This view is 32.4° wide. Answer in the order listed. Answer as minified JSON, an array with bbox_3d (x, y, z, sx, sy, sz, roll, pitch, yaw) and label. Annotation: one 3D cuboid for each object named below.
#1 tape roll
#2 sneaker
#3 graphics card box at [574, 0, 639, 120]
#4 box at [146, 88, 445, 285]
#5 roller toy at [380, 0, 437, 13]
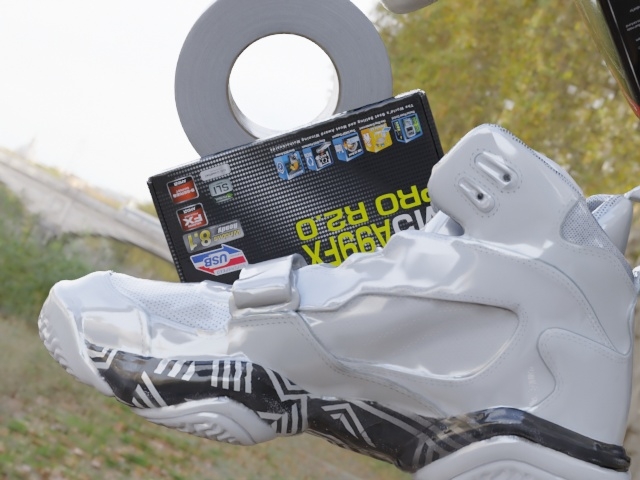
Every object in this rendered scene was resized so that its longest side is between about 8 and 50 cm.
[{"bbox_3d":[-0.039,-0.160,1.129,0.219,0.219,0.072,27,13,-12],"label":"tape roll"},{"bbox_3d":[0.025,0.025,0.665,0.366,0.210,0.137,15,2,5],"label":"sneaker"},{"bbox_3d":[0.229,-0.301,0.921,0.371,0.094,0.233,55,17,-38],"label":"graphics card box"},{"bbox_3d":[0.000,0.000,1.032,0.270,0.216,0.060,-16,8,6],"label":"box"},{"bbox_3d":[0.123,-0.353,1.194,0.209,0.191,0.146,-9,-61,54],"label":"roller toy"}]
